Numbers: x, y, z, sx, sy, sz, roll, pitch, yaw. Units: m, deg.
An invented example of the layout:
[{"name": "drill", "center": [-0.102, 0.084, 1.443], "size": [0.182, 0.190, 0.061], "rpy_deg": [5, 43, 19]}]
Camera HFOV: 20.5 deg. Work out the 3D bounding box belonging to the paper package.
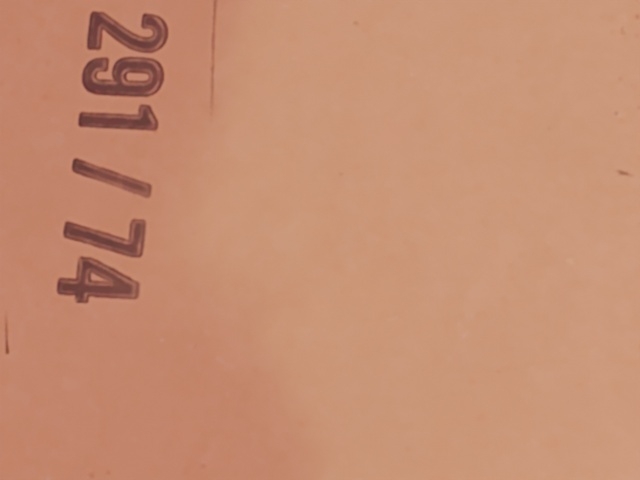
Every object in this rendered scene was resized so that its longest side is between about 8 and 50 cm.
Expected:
[{"name": "paper package", "center": [0.000, 0.000, 0.424], "size": [0.309, 0.168, 0.325], "rpy_deg": [-1, 80, 12]}]
